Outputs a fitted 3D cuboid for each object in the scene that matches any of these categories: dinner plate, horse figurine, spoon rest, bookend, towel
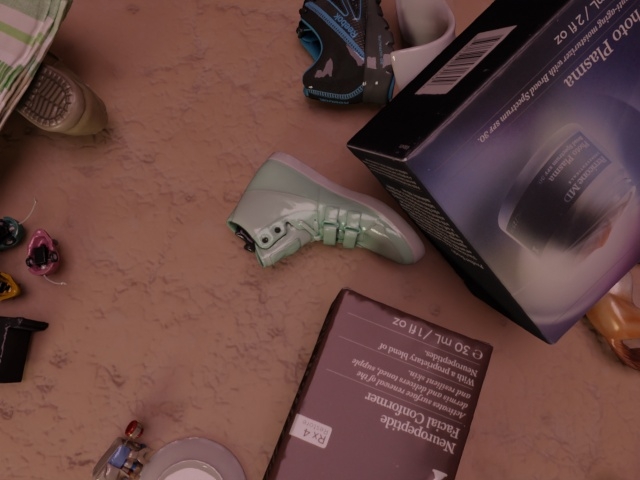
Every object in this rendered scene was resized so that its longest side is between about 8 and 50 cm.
[{"bbox_3d":[-0.160,0.317,0.622,0.141,0.017,0.141,1,74,-2],"label":"dinner plate"},{"bbox_3d":[0.418,0.064,0.702,0.175,0.066,0.263,-2,72,-10],"label":"horse figurine"},{"bbox_3d":[0.149,-0.301,0.715,0.084,0.137,0.276,-8,41,19],"label":"spoon rest"},{"bbox_3d":[-0.439,0.168,0.616,0.158,0.072,0.156,4,75,-3],"label":"bookend"},{"bbox_3d":[-0.481,-0.220,0.676,0.248,0.038,0.324,26,87,25],"label":"towel"}]

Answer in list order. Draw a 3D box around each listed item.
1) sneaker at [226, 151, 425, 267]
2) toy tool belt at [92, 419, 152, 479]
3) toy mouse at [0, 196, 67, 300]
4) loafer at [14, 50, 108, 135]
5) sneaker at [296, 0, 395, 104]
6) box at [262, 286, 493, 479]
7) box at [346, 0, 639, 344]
[{"bbox_3d":[0.000,0.000,0.676,0.256,0.094,0.151,29,69,15],"label":"sneaker"},{"bbox_3d":[-0.233,0.266,0.620,0.051,0.052,0.083,42,78,-24],"label":"toy tool belt"},{"bbox_3d":[-0.396,0.013,0.676,0.161,0.031,0.142,9,76,10],"label":"toy mouse"},{"bbox_3d":[-0.400,-0.218,0.717,0.269,0.092,0.102,40,93,24],"label":"loafer"},{"bbox_3d":[0.029,-0.364,0.765,0.140,0.125,0.340,-4,73,0],"label":"sneaker"},{"bbox_3d":[0.038,0.266,0.586,0.191,0.143,0.381,21,76,2],"label":"box"},{"bbox_3d":[0.250,-0.097,0.589,0.296,0.183,0.294,-44,113,0],"label":"box"}]
